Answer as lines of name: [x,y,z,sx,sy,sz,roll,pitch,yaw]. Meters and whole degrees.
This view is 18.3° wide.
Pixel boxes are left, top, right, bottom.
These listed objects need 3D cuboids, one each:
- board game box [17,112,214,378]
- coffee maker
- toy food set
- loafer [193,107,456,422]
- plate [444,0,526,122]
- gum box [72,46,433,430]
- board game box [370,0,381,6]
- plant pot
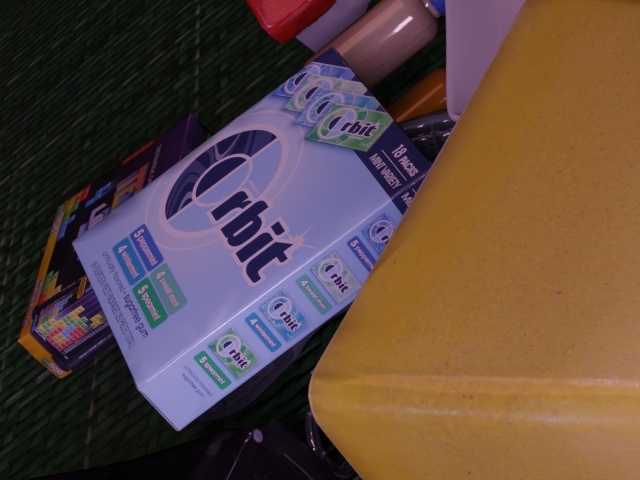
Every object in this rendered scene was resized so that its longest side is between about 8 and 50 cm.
board game box: [-0.139,0.002,1.423,0.141,0.048,0.170,-34,26,24]
coffee maker: [-0.077,0.163,1.021,0.178,0.120,0.171,-17,11,44]
toy food set: [0.017,-0.165,1.257,0.104,0.111,0.232,-38,59,12]
loafer: [0.000,0.000,1.161,0.267,0.096,0.084,-38,19,20]
plate: [0.201,-0.175,1.132,0.277,0.045,0.278,-24,28,17]
gum box: [-0.032,-0.005,1.049,0.184,0.041,0.157,-38,34,2]
board game box: [0.018,-0.324,1.458,0.064,0.242,0.316,-31,28,24]
plant pot: [0.160,0.045,0.722,0.187,0.212,0.212,1,49,41]
